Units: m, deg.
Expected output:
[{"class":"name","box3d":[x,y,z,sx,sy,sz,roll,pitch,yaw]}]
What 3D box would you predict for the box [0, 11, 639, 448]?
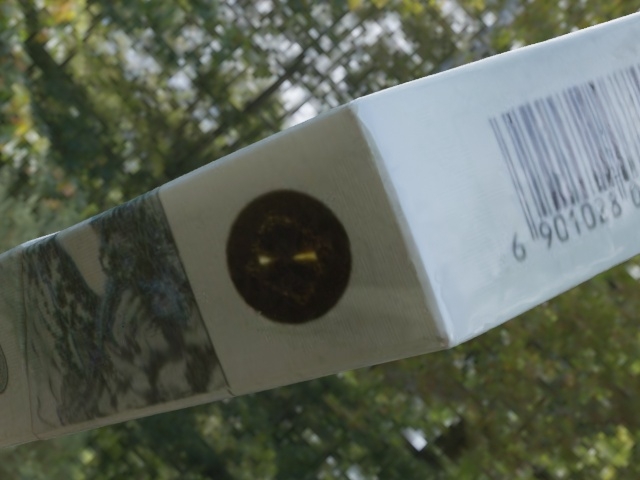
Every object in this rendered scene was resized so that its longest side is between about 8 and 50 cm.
[{"class":"box","box3d":[0.000,-0.001,0.499,0.256,0.164,0.069,-19,-88,50]}]
